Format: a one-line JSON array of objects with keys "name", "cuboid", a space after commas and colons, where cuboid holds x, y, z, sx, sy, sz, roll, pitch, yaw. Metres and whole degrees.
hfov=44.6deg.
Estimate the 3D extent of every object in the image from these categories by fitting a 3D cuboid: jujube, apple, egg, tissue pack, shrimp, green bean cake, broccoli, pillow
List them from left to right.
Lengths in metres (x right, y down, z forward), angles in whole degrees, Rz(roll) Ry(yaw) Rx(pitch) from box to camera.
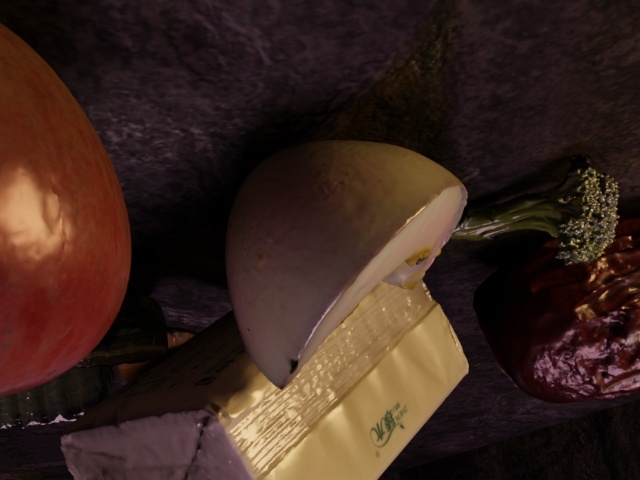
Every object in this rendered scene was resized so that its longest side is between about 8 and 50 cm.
[{"name": "apple", "cuboid": [-0.297, -0.023, 0.473, 0.344, 0.270, 0.345, -12, 177, -1]}, {"name": "green bean cake", "cuboid": [-0.357, 0.161, 0.989, 0.173, 0.094, 0.181, -5, -169, -9]}, {"name": "pillow", "cuboid": [-0.309, 0.114, 0.913, 0.255, 0.034, 0.189, -8, -166, -17]}, {"name": "shrimp", "cuboid": [-0.257, 0.190, 1.250, 0.133, 0.053, 0.236, -26, 158, -18]}, {"name": "tissue pack", "cuboid": [-0.053, 0.185, 0.887, 0.297, 0.207, 0.380, -19, -170, 42]}, {"name": "egg", "cuboid": [0.009, -0.015, 0.726, 0.271, 0.161, 0.206, -37, 159, -40]}, {"name": "broccoli", "cuboid": [0.236, -0.026, 0.890, 0.204, 0.122, 0.118, -7, 146, 31]}, {"name": "jujube", "cuboid": [0.398, 0.090, 1.042, 0.376, 0.259, 0.258, -9, 158, 11]}]
